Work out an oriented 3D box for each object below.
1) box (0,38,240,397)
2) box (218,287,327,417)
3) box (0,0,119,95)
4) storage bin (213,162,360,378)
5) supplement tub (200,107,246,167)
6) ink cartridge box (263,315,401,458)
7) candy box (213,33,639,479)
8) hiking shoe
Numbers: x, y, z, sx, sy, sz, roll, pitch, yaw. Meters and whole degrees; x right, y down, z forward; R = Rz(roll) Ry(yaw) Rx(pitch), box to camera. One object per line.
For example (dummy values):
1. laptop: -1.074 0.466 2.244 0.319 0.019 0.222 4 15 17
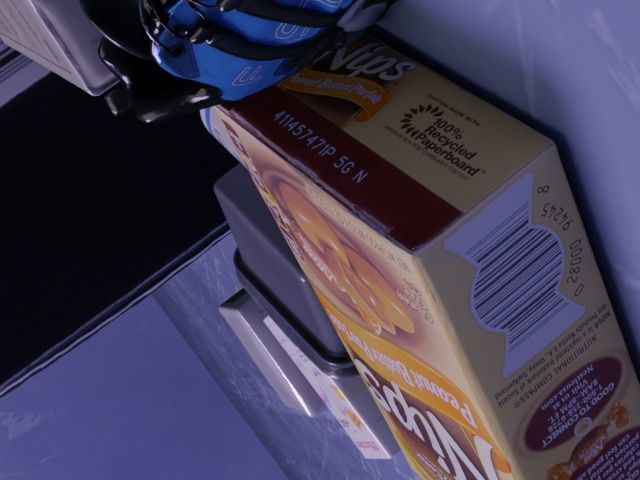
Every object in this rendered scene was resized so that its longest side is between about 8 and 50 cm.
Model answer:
1. box: -0.318 -0.166 1.180 0.480 0.297 0.472 56 170 -12
2. box: -0.005 0.062 1.069 0.102 0.101 0.087 55 168 -9
3. box: -0.148 -0.193 0.818 0.149 0.127 0.232 59 167 -25
4. storage bin: 0.000 0.000 0.868 0.135 0.098 0.091 45 168 38
5. supplement tub: -0.015 -0.063 0.816 0.107 0.071 0.071 43 165 38
6. ink cartridge box: 0.042 0.082 0.970 0.143 0.090 0.092 53 169 2
7. candy box: 0.077 0.051 0.742 0.183 0.087 0.316 40 163 48
8. hiking shoe: -0.028 -0.118 0.545 0.113 0.132 0.304 51 168 10
